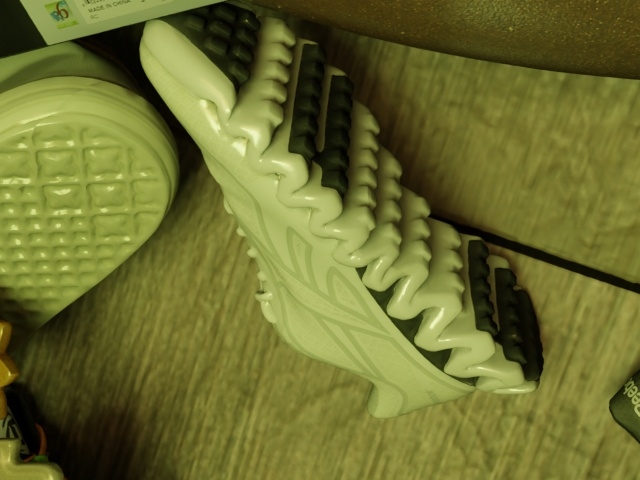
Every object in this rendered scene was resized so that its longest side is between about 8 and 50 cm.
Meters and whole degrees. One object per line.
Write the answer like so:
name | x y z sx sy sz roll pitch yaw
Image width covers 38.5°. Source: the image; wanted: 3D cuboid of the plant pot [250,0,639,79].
plant pot | 0.112 -0.170 0.446 0.230 0.215 0.215 23 102 -5

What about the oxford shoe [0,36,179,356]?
oxford shoe | -0.268 0.016 0.595 0.449 0.169 0.130 -32 44 23

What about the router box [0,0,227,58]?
router box | -0.181 -0.188 0.486 0.308 0.243 0.081 -10 134 14

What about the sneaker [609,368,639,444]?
sneaker | 0.216 0.078 0.497 0.106 0.078 0.234 8 100 11

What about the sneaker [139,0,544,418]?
sneaker | 0.000 0.000 0.488 0.118 0.110 0.292 -27 119 29

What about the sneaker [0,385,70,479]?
sneaker | -0.165 0.181 0.581 0.321 0.124 0.180 -12 94 15

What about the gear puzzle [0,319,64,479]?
gear puzzle | -0.192 0.193 0.522 0.175 0.044 0.339 -8 89 27
